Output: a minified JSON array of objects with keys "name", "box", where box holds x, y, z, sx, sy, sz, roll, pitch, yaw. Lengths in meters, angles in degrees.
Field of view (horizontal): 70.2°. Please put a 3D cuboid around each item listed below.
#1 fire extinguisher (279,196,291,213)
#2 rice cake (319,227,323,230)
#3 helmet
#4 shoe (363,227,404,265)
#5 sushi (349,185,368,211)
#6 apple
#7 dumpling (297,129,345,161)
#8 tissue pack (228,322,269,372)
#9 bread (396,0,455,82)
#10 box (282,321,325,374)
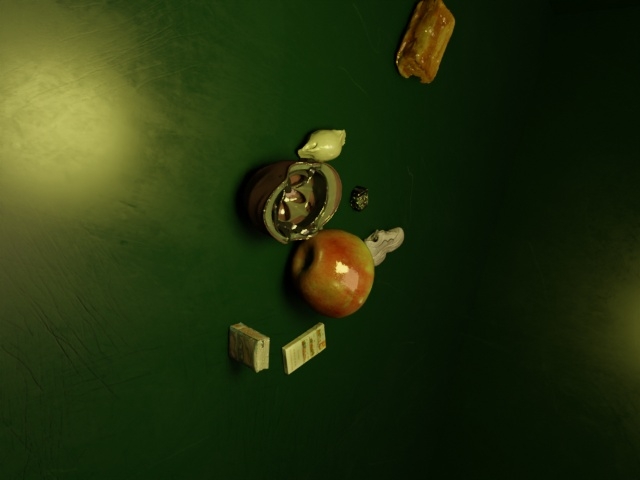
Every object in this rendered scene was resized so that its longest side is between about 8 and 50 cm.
[{"name":"fire extinguisher","box":[-0.129,-0.123,1.605,0.028,0.022,0.083,29,77,-10]},{"name":"rice cake","box":[0.000,0.000,1.783,0.042,0.030,0.180,-43,131,-39]},{"name":"helmet","box":[-0.107,-0.141,1.488,0.338,0.197,0.271,-30,130,-43]},{"name":"shoe","box":[0.281,-0.004,2.059,0.245,0.095,0.138,-41,132,-26]},{"name":"sushi","box":[0.160,-0.168,1.902,0.085,0.056,0.083,-50,141,-28]},{"name":"apple","box":[0.037,0.113,1.654,0.277,0.319,0.319,19,87,-22]},{"name":"dumpling","box":[0.006,-0.328,1.644,0.155,0.181,0.111,92,-7,-61]},{"name":"tissue pack","box":[-0.239,0.354,1.522,0.065,0.155,0.116,-9,109,-45]},{"name":"bread","box":[0.437,-0.845,1.938,0.195,0.148,0.344,30,79,-38]},{"name":"box","box":[-0.064,0.435,1.843,0.220,0.032,0.122,-27,121,-42]}]
